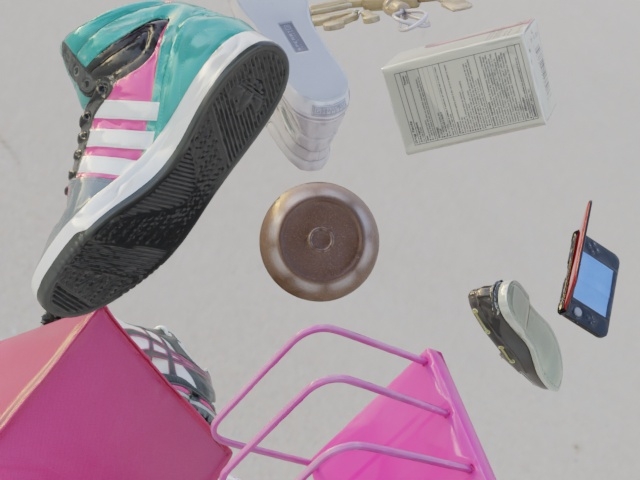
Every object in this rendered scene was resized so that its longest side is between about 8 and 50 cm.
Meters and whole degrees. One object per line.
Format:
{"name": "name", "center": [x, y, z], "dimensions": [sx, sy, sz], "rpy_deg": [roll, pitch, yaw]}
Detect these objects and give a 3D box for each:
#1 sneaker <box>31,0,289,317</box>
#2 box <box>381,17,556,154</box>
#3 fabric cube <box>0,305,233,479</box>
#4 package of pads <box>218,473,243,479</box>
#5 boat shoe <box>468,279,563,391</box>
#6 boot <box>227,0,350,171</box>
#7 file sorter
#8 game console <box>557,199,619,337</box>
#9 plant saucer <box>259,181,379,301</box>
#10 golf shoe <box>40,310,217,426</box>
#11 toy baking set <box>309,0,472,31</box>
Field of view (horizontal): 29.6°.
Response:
{"name": "sneaker", "center": [-0.179, -0.092, 1.047], "dimensions": [0.178, 0.295, 0.124], "rpy_deg": [41, 3, 33]}
{"name": "box", "center": [0.235, -0.241, 1.893], "dimensions": [0.232, 0.149, 0.127], "rpy_deg": [-10, 18, 23]}
{"name": "fabric cube", "center": [-0.313, 0.265, 1.387], "dimensions": [0.259, 0.258, 0.254], "rpy_deg": [53, 45, -19]}
{"name": "package of pads", "center": [-0.211, 0.486, 2.004], "dimensions": [0.101, 0.229, 0.296], "rpy_deg": [21, -10, -25]}
{"name": "boat shoe", "center": [0.286, 0.140, 1.751], "dimensions": [0.228, 0.068, 0.081], "rpy_deg": [55, 41, -36]}
{"name": "boot", "center": [-0.048, -0.196, 1.325], "dimensions": [0.095, 0.123, 0.258], "rpy_deg": [-8, 54, -20]}
{"name": "file sorter", "center": [0.032, 0.252, 1.126], "dimensions": [0.182, 0.202, 0.291], "rpy_deg": [22, 33, -36]}
{"name": "game console", "center": [0.382, 0.041, 1.671], "dimensions": [0.124, 0.085, 0.144], "rpy_deg": [31, 56, -18]}
{"name": "plant saucer", "center": [0.000, 0.000, 1.968], "dimensions": [0.198, 0.199, 0.036], "rpy_deg": [24, -8, -3]}
{"name": "golf shoe", "center": [-0.242, 0.151, 1.536], "dimensions": [0.273, 0.105, 0.120], "rpy_deg": [45, 27, -27]}
{"name": "toy baking set", "center": [0.096, -0.319, 1.697], "dimensions": [0.256, 0.030, 0.197], "rpy_deg": [-2, 24, 17]}
